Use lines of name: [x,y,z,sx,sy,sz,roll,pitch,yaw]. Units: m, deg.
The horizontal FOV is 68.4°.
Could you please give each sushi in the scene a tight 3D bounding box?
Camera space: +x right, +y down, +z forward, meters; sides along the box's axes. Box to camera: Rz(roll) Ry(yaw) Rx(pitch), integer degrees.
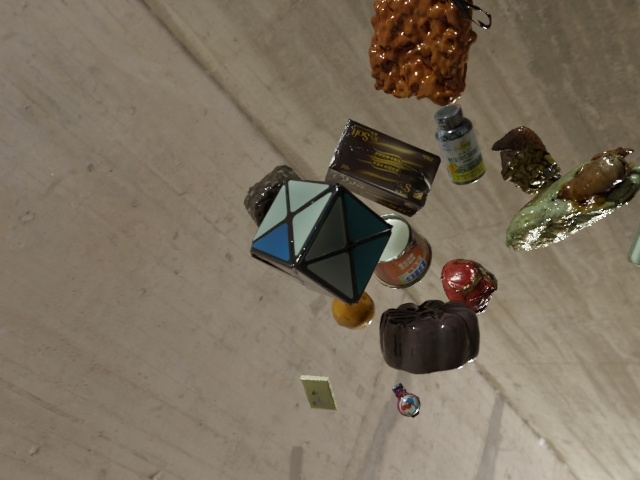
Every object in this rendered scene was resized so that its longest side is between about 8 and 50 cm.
sushi: [0.657,-0.233,1.480,0.296,0.167,0.179,48,-141,-41]

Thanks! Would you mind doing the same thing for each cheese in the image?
cheese: [0.333,0.621,1.827,0.095,0.038,0.145,-35,-88,-3]

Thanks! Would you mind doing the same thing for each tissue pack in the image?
tissue pack: [0.212,-0.253,1.688,0.370,0.198,0.210,22,-98,1]

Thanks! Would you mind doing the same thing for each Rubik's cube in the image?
Rubik's cube: [0.000,0.000,1.268,0.248,0.250,0.246,34,-102,-37]

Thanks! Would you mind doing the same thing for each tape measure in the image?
tape measure: [0.263,-0.493,0.953,0.104,0.107,0.180,-30,-71,-6]

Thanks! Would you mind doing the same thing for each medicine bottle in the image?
medicine bottle: [0.519,-0.361,1.777,0.141,0.141,0.293,-56,-51,-38]

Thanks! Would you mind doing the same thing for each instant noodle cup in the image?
instant noodle cup: [0.312,0.035,2.015,0.214,0.296,0.296,44,-130,-51]

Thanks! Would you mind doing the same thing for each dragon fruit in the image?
dragon fruit: [0.559,0.146,1.698,0.224,0.148,0.218,3,-120,-38]

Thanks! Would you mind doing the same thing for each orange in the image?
orange: [0.108,0.234,1.607,0.159,0.136,0.159,29,-147,-20]

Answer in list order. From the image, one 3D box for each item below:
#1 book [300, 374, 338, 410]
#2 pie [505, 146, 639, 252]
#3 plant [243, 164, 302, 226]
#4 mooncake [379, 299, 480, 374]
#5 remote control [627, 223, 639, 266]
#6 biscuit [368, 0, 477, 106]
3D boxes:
book: [-0.003,0.389,1.197,0.014,0.077,0.111,-59,-39,-54]
pie: [0.485,-0.064,0.908,0.257,0.274,0.105,-3,-121,-52]
plant: [-0.135,-0.127,1.581,0.215,0.312,0.213,-40,-72,-1]
mooncake: [0.325,0.280,1.430,0.306,0.306,0.154,-12,-81,-46]
remote control: [0.899,-0.087,1.206,0.128,0.065,0.335,14,-79,-7]
biscuit: [0.264,-0.542,1.277,0.110,0.312,0.318,-29,-52,-34]
